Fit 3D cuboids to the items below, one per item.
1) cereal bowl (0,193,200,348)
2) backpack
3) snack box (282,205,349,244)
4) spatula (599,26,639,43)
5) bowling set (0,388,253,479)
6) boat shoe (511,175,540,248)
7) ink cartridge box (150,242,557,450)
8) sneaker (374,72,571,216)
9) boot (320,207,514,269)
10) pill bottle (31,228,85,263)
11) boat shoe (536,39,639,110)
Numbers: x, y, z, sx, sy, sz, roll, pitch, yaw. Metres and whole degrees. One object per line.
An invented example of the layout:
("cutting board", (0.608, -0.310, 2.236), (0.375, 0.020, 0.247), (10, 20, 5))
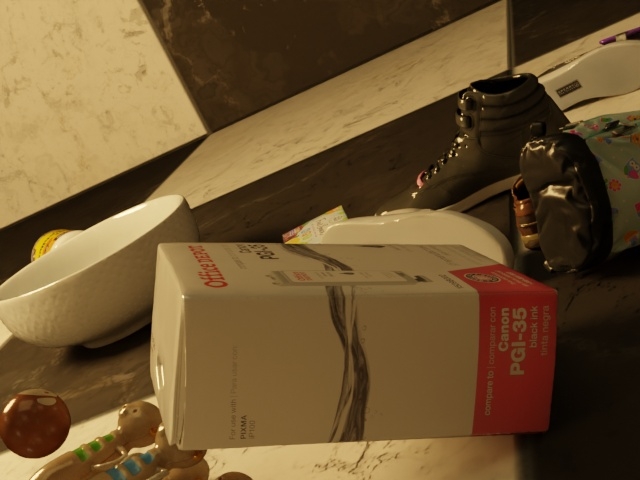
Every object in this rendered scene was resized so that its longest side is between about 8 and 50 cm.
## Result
("cereal bowl", (-0.330, 0.066, 1.630), (0.339, 0.141, 0.339), (-25, 16, 7))
("backpack", (0.295, -0.056, 1.007), (0.182, 0.152, 0.115), (-20, 16, -24))
("snack box", (0.000, 0.000, 1.487), (0.100, 0.037, 0.141), (-25, 15, 1))
("spatula", (0.491, -0.310, 1.702), (0.084, 0.030, 0.296), (-18, 17, 24))
("bowling set", (-0.141, 0.182, 0.830), (0.154, 0.200, 0.287), (-33, 20, -25))
("boat shoe", (0.251, -0.052, 1.186), (0.064, 0.060, 0.178), (-21, 16, 22))
("ink cartridge box", (0.014, 0.074, 0.833), (0.283, 0.117, 0.207), (0, 10, -14))
("sneaker", (0.184, -0.123, 1.374), (0.295, 0.147, 0.104), (-23, 17, 18))
("boot", (0.129, -0.002, 1.172), (0.258, 0.095, 0.123), (6, 19, 44))
("pill bottle", (-0.483, 0.037, 2.035), (0.117, 0.117, 0.215), (-34, 16, -24))
("boat shoe", (0.402, -0.247, 1.559), (0.228, 0.080, 0.076), (-24, 20, 40))
